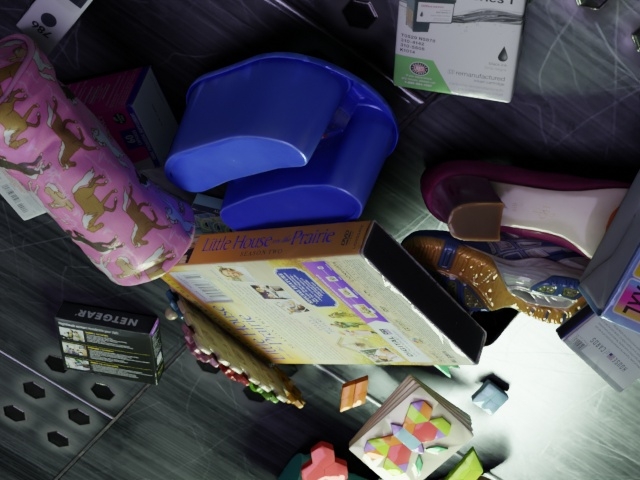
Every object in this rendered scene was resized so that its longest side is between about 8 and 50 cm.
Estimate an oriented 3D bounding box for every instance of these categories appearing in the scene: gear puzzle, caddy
[{"bbox_3d":[-0.134,0.189,2.098,0.044,0.175,0.339,-40,137,10],"label":"gear puzzle"},{"bbox_3d":[-0.054,-0.140,1.775,0.341,0.179,0.241,-10,139,46],"label":"caddy"}]

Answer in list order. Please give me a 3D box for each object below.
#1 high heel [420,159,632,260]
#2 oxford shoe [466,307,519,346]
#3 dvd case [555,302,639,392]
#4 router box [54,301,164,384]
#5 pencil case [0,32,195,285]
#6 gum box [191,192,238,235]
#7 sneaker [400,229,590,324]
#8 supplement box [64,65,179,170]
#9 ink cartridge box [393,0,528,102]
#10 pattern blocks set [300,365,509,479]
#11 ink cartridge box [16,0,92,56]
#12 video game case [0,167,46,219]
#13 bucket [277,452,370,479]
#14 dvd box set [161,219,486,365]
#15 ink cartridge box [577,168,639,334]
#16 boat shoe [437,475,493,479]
[{"bbox_3d":[0.332,-0.059,1.819,0.377,0.181,0.127,7,114,-13],"label":"high heel"},{"bbox_3d":[0.220,0.128,1.987,0.097,0.098,0.271,33,132,-12],"label":"oxford shoe"},{"bbox_3d":[0.471,0.100,1.832,0.238,0.030,0.179,-40,130,13],"label":"dvd case"},{"bbox_3d":[-0.369,0.181,2.266,0.178,0.046,0.133,9,133,10],"label":"router box"},{"bbox_3d":[-0.329,-0.102,1.719,0.167,0.160,0.386,8,150,42],"label":"pencil case"},{"bbox_3d":[-0.131,0.022,2.046,0.156,0.041,0.184,14,135,5],"label":"gum box"},{"bbox_3d":[0.256,0.031,1.862,0.296,0.131,0.112,16,134,-6],"label":"sneaker"},{"bbox_3d":[-0.337,-0.161,1.883,0.220,0.114,0.111,-10,127,19],"label":"supplement box"},{"bbox_3d":[0.179,-0.297,1.620,0.160,0.093,0.219,9,134,9],"label":"ink cartridge box"},{"bbox_3d":[0.147,0.328,2.158,0.285,0.026,0.325,27,109,-11],"label":"pattern blocks set"},{"bbox_3d":[-0.296,-0.360,1.666,0.065,0.165,0.332,35,131,-17],"label":"ink cartridge box"},{"bbox_3d":[-0.460,-0.133,2.027,0.183,0.023,0.201,-18,123,31],"label":"video game case"},{"bbox_3d":[-0.008,0.526,2.315,0.183,0.281,0.281,28,134,-7],"label":"bucket"},{"bbox_3d":[-0.007,0.088,1.905,0.420,0.062,0.307,-5,143,42],"label":"dvd box set"},{"bbox_3d":[0.581,0.041,1.686,0.395,0.151,0.270,23,107,-9],"label":"ink cartridge box"},{"bbox_3d":[0.228,0.490,2.324,0.277,0.098,0.096,-17,125,41],"label":"boat shoe"}]
